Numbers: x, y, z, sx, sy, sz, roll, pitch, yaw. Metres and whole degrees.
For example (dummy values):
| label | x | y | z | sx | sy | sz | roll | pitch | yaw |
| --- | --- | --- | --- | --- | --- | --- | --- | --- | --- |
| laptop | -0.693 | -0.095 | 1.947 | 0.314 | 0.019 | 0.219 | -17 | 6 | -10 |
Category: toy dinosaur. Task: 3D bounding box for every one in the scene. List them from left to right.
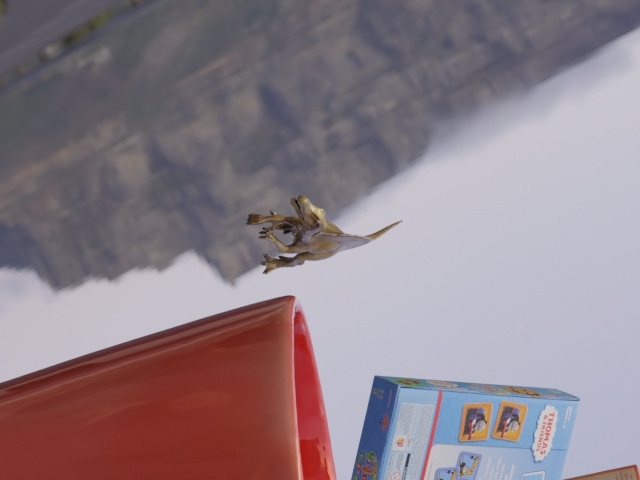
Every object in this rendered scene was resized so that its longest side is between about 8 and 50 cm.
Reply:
| label | x | y | z | sx | sy | sz | roll | pitch | yaw |
| --- | --- | --- | --- | --- | --- | --- | --- | --- | --- |
| toy dinosaur | 0.000 | 0.000 | 1.379 | 0.093 | 0.053 | 0.183 | -2 | 174 | 23 |

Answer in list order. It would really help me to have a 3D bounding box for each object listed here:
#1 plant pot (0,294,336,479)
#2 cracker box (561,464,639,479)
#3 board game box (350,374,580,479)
| label | x | y | z | sx | sy | sz | roll | pitch | yaw |
| --- | --- | --- | --- | --- | --- | --- | --- | --- | --- |
| plant pot | -0.116 | 0.184 | 1.174 | 0.243 | 0.274 | 0.275 | -8 | -169 | 3 |
| cracker box | 0.232 | 0.322 | 1.782 | 0.232 | 0.155 | 0.067 | -14 | -135 | 9 |
| board game box | 0.119 | 0.200 | 1.455 | 0.212 | 0.160 | 0.039 | 8 | -173 | -37 |
